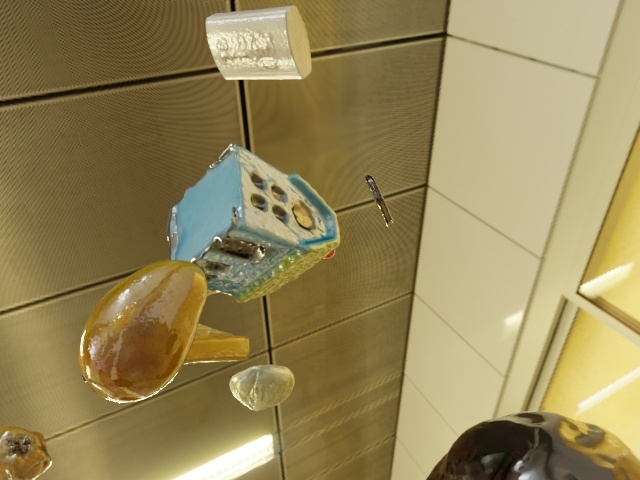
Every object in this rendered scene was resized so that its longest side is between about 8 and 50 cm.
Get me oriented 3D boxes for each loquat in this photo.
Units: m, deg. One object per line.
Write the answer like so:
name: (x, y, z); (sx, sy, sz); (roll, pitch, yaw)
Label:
loquat: (-0.603, 0.426, 0.960); (0.113, 0.137, 0.137); (-54, -33, -44)

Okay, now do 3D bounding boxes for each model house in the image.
model house: (-0.124, -0.007, 0.957); (0.303, 0.216, 0.237); (19, -43, -40)

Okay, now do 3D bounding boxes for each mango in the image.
mango: (-0.192, 0.092, 0.528); (0.111, 0.163, 0.089); (18, -27, -11)

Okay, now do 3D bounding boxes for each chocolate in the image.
chocolate: (0.295, 0.418, 0.648); (0.383, 0.383, 0.332); (-32, -80, -11)

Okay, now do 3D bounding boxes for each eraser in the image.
eraser: (-0.166, -0.522, 1.296); (0.095, 0.269, 0.174); (-52, -40, -38)

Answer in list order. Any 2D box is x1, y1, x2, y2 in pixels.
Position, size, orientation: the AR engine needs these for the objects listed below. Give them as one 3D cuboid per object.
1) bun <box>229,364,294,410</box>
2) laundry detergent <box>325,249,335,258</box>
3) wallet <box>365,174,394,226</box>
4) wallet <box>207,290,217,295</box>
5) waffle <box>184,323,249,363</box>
bun: (-0.162, 0.415, 1.340); (0.183, 0.102, 0.183); (-8, -34, -5)
laundry detergent: (0.000, 0.000, 1.311); (0.049, 0.165, 0.097); (-33, -83, 0)
wallet: (0.194, -0.127, 1.583); (0.031, 0.110, 0.198); (-25, -27, 8)
wallet: (-0.229, 0.083, 1.078); (0.196, 0.020, 0.103); (-21, -31, -57)
waffle: (-0.312, 0.220, 1.070); (0.221, 0.247, 0.055); (11, -96, -42)
